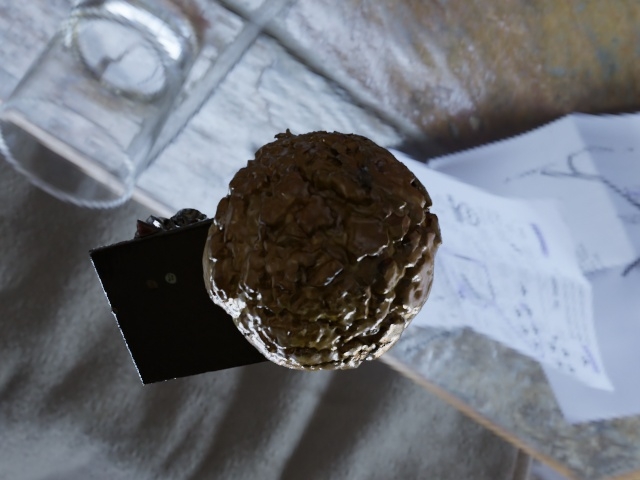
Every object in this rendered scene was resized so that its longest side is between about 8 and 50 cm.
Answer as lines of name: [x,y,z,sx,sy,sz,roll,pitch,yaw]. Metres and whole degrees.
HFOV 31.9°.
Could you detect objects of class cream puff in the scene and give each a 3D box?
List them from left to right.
cream puff: [0.000,0.000,0.695,0.150,0.165,0.115,-11,149,-8]

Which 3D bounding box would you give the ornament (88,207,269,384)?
ornament: [-0.116,0.020,1.159,0.153,0.196,0.166,-13,109,16]
